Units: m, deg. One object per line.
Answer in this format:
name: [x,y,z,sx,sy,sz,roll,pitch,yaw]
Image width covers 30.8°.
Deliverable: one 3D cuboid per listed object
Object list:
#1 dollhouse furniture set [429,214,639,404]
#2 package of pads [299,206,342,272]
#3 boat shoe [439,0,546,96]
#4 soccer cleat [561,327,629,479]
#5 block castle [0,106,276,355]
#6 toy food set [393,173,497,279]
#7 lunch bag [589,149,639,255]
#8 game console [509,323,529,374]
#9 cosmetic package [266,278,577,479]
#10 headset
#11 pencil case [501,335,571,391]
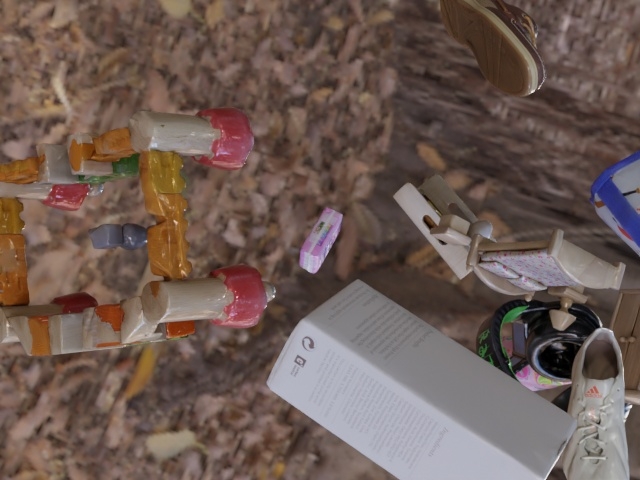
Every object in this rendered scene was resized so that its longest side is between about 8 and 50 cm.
dollhouse furniture set: [0.363,0.101,1.677,0.355,0.303,0.173,25,76,-26]
package of pads: [0.000,0.000,1.629,0.083,0.032,0.050,-60,170,-30]
boat shoe: [0.324,-0.364,2.030,0.123,0.342,0.123,-16,124,-11]
soccer cleat: [0.283,0.181,1.197,0.076,0.068,0.196,83,13,-53]
block castle: [-0.270,-0.002,1.627,0.213,0.453,0.303,0,83,-46]
toy food set: [0.277,-0.044,2.454,0.092,0.219,0.306,-41,174,16]
lunch bag: [0.666,-0.006,1.998,0.385,0.328,0.239,-6,143,-48]
game console: [0.342,0.202,2.137,0.107,0.071,0.122,-36,180,-2]
cosmetic package: [0.085,0.137,0.973,0.117,0.231,0.085,-31,152,-58]
headset: [0.434,0.199,1.874,0.394,0.243,0.185,10,138,-34]
pencil case: [0.423,0.224,2.214,0.124,0.124,0.284,-64,-168,-17]
